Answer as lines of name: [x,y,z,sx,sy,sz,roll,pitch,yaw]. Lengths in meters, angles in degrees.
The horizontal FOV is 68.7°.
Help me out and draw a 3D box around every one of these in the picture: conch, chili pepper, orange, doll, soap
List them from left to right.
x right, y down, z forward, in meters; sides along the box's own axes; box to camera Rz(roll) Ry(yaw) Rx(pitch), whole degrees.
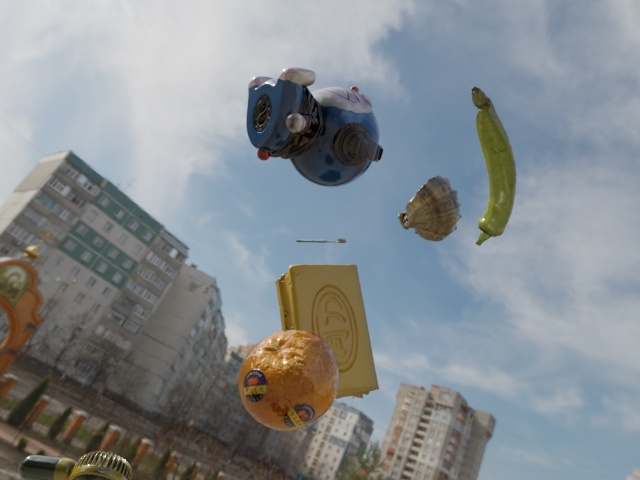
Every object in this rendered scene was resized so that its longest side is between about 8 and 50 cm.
orange: [-0.054,0.242,0.817,0.177,0.178,0.155,5,-45,38]
doll: [-0.004,-0.249,1.069,0.309,0.240,0.284,6,16,-38]
soap: [0.014,0.220,1.136,0.204,0.325,0.096,0,-26,-19]
conch: [0.372,-0.084,1.509,0.159,0.291,0.210,42,-57,15]
chili pepper: [0.229,-0.096,0.610,0.043,0.208,0.049,-9,10,-33]

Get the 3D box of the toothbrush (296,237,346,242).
toothbrush: [0.000,0.000,1.396,0.167,0.011,0.014,1,-48,27]

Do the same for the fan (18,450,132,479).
fan: [-0.352,0.333,0.674,0.155,0.039,0.082,10,-55,-6]
